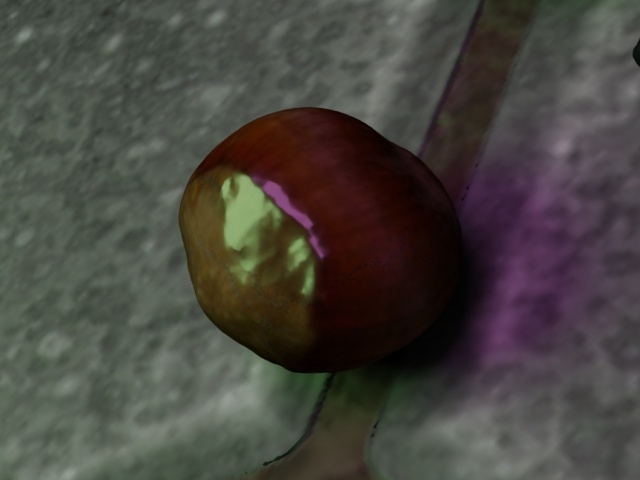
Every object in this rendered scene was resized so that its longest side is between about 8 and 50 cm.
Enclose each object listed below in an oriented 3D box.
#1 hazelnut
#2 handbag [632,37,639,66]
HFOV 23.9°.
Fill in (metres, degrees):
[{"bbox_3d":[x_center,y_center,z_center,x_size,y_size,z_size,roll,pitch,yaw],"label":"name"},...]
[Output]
[{"bbox_3d":[0.000,0.000,0.448,0.086,0.086,0.086,-20,47,23],"label":"hazelnut"},{"bbox_3d":[0.192,-0.119,0.352,0.211,0.088,0.254,11,57,7],"label":"handbag"}]
